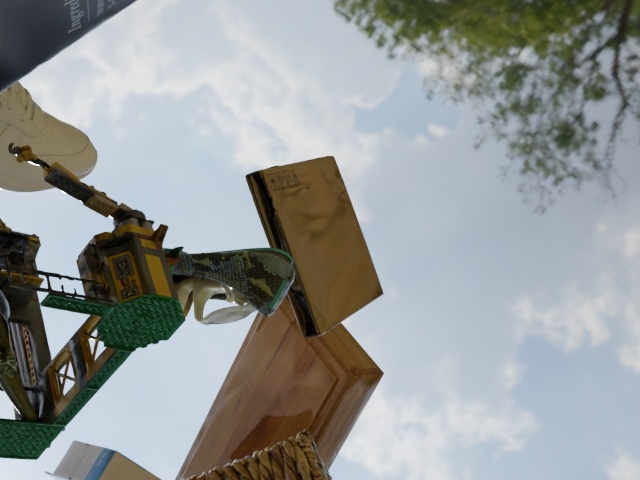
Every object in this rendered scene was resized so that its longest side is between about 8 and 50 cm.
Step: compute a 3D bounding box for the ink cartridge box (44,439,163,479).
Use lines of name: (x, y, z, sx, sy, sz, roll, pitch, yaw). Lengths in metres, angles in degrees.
ink cartridge box: (-0.308, 0.338, 1.513, 0.104, 0.180, 0.060, 41, -115, -28)

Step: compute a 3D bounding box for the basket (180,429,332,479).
basket: (-0.059, 0.403, 1.267, 0.299, 0.223, 0.214, 71, 178, -55)

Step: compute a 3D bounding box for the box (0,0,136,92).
box: (-0.167, -0.299, 0.573, 0.395, 0.212, 0.293, -41, -98, -19)

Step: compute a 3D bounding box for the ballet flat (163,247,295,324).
ballet flat: (-0.107, 0.040, 0.902, 0.070, 0.188, 0.070, 6, -98, -51)

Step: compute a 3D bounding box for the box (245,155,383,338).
box: (0.000, 0.000, 1.061, 0.165, 0.021, 0.201, 70, -159, -1)

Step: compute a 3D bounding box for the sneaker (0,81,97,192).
sneaker: (-0.348, -0.147, 1.059, 0.305, 0.152, 0.114, 22, -153, -34)

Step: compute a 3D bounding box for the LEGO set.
LEGO set: (-0.275, 0.012, 0.737, 0.331, 0.255, 0.192, 7, -135, -35)

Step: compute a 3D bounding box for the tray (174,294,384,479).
tray: (-0.076, 0.283, 1.550, 0.076, 0.411, 0.203, 0, -144, -41)
